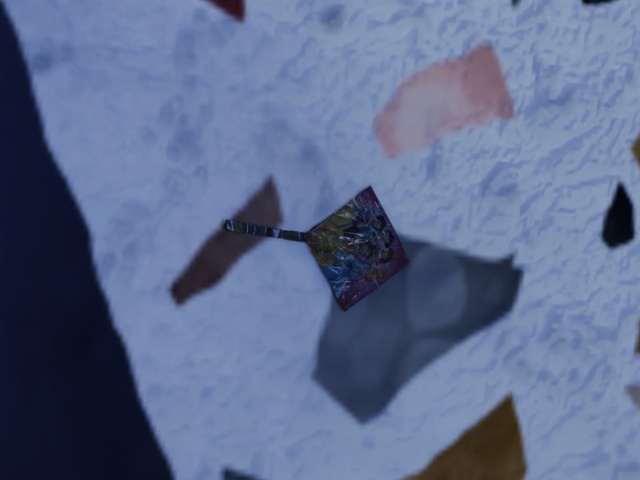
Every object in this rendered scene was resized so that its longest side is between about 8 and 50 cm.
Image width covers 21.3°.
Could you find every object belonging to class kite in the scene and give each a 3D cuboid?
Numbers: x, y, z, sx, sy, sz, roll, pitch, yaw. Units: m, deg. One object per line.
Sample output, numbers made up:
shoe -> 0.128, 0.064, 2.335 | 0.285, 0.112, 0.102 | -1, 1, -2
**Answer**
kite -> 0.001, 0.006, 0.627 | 0.078, 0.002, 0.044 | -14, 100, -32
